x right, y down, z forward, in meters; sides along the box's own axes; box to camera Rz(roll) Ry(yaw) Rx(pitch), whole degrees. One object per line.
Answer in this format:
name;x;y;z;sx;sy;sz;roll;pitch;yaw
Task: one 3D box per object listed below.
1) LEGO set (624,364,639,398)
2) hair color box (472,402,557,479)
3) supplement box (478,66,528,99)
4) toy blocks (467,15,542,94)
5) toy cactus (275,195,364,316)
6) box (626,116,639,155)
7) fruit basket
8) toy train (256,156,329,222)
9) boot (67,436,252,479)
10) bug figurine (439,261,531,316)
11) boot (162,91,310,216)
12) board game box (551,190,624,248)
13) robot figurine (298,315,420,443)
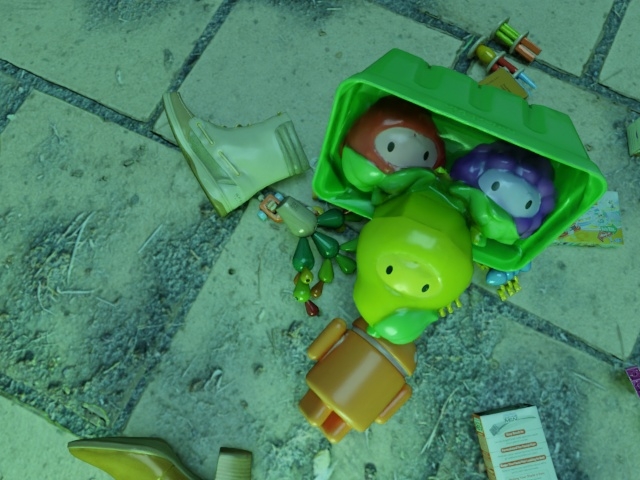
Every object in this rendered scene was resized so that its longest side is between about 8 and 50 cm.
LEGO set;0.581;0.290;0.756;0.087;0.093;0.227;-27;79;25
hair color box;0.311;0.352;0.748;0.093;0.053;0.167;-10;76;-2
supplement box;0.271;-0.229;0.900;0.233;0.080;0.078;-33;78;-7
toy blocks;0.389;-0.362;0.948;0.123;0.054;0.148;-42;78;-10
toy cactus;0.000;0.000;0.801;0.180;0.112;0.219;45;71;-19
box;0.757;-0.193;0.895;0.324;0.063;0.067;3;75;1
fruit basket;0.161;-0.050;0.685;0.392;0.283;0.391;6;56;-9
toy train;-0.033;-0.083;0.874;0.125;0.046;0.166;44;79;11
boot;-0.250;0.412;0.705;0.295;0.104;0.211;8;74;-2
bug figurine;0.232;0.000;0.837;0.216;0.072;0.279;-34;77;-9
boot;-0.159;-0.197;0.882;0.204;0.095;0.262;-29;74;-9
board game box;0.466;-0.042;0.872;0.154;0.026;0.103;3;74;1
robot figurine;0.064;0.206;0.750;0.158;0.128;0.219;39;77;23
